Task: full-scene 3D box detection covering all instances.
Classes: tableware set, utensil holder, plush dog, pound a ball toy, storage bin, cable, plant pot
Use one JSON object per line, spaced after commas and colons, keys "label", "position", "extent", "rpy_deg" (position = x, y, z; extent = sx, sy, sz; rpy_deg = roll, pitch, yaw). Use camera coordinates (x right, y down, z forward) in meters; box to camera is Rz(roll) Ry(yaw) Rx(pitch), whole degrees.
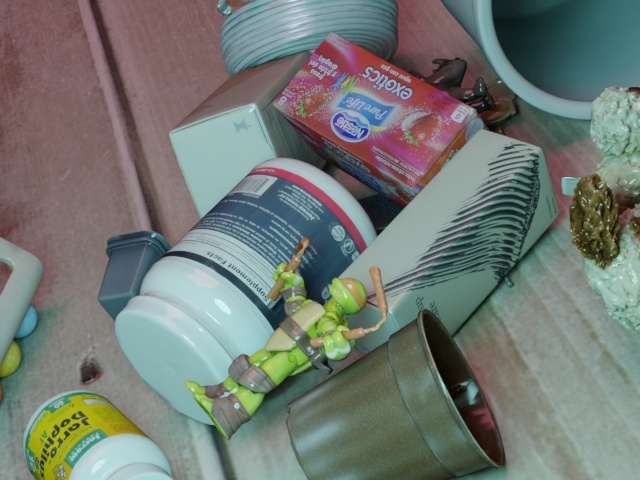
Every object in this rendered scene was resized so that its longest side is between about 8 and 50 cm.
{"label": "tableware set", "position": [0.194, -0.172, 2.209], "extent": [0.168, 0.020, 0.141], "rpy_deg": [-19, 29, 14]}
{"label": "utensil holder", "position": [0.305, -0.367, 2.141], "extent": [0.327, 0.328, 0.385], "rpy_deg": [-26, 26, 0]}
{"label": "plush dog", "position": [0.324, 0.008, 1.646], "extent": [0.210, 0.262, 0.225], "rpy_deg": [-49, 5, 31]}
{"label": "pound a ball toy", "position": [-0.424, 0.114, 2.081], "extent": [0.208, 0.135, 0.319], "rpy_deg": [-52, 14, 33]}
{"label": "storage bin", "position": [-0.217, 0.069, 2.039], "extent": [0.098, 0.135, 0.091], "rpy_deg": [-9, 43, 28]}
{"label": "cable", "position": [-0.013, -0.283, 2.352], "extent": [0.257, 0.089, 0.257], "rpy_deg": [-10, -13, -2]}
{"label": "plant pot", "position": [0.066, 0.175, 1.611], "extent": [0.165, 0.167, 0.167], "rpy_deg": [-27, 28, 12]}

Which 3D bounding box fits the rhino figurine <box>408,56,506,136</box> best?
{"label": "rhino figurine", "position": [0.167, -0.165, 2.133], "extent": [0.106, 0.073, 0.243], "rpy_deg": [-24, 40, 9]}

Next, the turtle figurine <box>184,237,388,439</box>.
{"label": "turtle figurine", "position": [-0.031, 0.100, 1.680], "extent": [0.217, 0.087, 0.269], "rpy_deg": [-39, 25, -4]}

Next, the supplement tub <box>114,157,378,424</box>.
{"label": "supplement tub", "position": [-0.079, 0.054, 1.875], "extent": [0.191, 0.191, 0.272], "rpy_deg": [8, 45, 46]}

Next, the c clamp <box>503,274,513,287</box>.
{"label": "c clamp", "position": [0.129, 0.041, 1.910], "extent": [0.160, 0.022, 0.137], "rpy_deg": [-22, 29, 6]}

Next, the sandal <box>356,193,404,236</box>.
{"label": "sandal", "position": [0.000, 0.000, 2.061], "extent": [0.254, 0.054, 0.097], "rpy_deg": [-8, 39, 12]}

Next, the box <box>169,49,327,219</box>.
{"label": "box", "position": [-0.076, -0.132, 2.152], "extent": [0.121, 0.148, 0.311], "rpy_deg": [-16, 13, 17]}

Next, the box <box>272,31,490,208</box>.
{"label": "box", "position": [0.084, -0.128, 2.007], "extent": [0.257, 0.128, 0.123], "rpy_deg": [33, 82, 38]}

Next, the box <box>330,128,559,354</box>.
{"label": "box", "position": [0.140, 0.009, 1.832], "extent": [0.094, 0.113, 0.275], "rpy_deg": [22, 58, 39]}

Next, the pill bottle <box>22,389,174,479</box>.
{"label": "pill bottle", "position": [-0.226, 0.244, 1.762], "extent": [0.117, 0.118, 0.208], "rpy_deg": [-35, 30, -16]}
